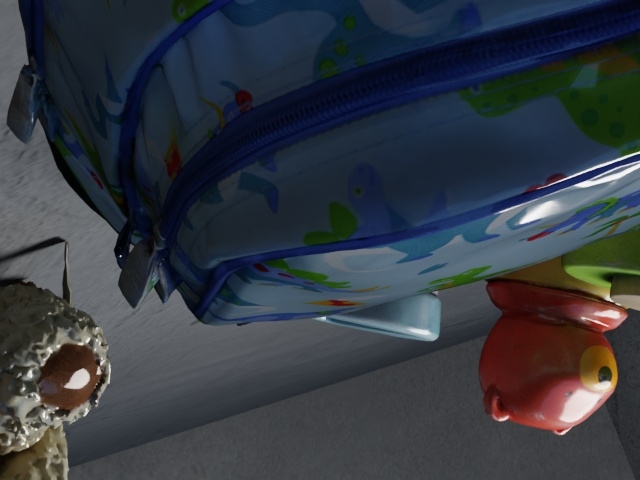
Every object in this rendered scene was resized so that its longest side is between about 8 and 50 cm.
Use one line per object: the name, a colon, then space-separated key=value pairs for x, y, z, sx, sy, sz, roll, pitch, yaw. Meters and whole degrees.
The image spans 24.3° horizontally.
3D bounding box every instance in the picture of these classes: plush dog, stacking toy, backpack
plush dog: x=-0.296 y=0.103 z=1.089 sx=0.225 sy=0.210 sz=0.262 roll=0 pitch=133 yaw=-25
stacking toy: x=0.118 y=0.049 z=0.961 sx=0.309 sy=0.130 sz=0.279 roll=15 pitch=173 yaw=-27
backpack: x=0.032 y=-0.091 z=0.496 sx=0.290 sy=0.273 sz=0.355 roll=-12 pitch=156 yaw=-9

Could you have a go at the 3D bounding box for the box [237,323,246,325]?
box: x=0.000 y=0.000 z=1.279 sx=0.180 sy=0.077 sz=0.147 roll=-19 pitch=169 yaw=-7
